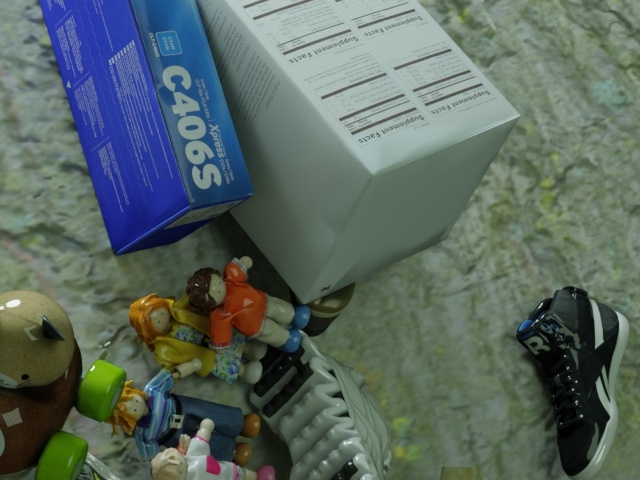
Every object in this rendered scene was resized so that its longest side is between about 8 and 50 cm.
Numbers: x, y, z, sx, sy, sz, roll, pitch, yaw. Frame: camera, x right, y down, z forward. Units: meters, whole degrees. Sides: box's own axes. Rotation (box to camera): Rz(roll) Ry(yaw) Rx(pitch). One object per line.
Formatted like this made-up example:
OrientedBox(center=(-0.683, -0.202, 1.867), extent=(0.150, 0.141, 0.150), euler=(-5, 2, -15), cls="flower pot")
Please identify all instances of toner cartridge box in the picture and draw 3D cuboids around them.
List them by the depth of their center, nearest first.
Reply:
OrientedBox(center=(-0.179, -0.176, 1.567), extent=(0.075, 0.165, 0.347), euler=(-12, 81, -36), cls="toner cartridge box")

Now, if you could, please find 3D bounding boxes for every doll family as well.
OrientedBox(center=(-0.124, 0.140, 1.538), extent=(0.163, 0.118, 0.262), euler=(26, 68, -41), cls="doll family")

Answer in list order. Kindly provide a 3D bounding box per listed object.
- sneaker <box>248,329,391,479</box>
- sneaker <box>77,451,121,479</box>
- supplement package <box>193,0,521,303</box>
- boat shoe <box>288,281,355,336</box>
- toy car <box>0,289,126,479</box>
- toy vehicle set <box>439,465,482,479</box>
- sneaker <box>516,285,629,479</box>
OrientedBox(center=(0.025, 0.213, 1.559), extent=(0.118, 0.110, 0.292), euler=(27, 33, -39), cls="sneaker")
OrientedBox(center=(-0.198, 0.227, 1.504), extent=(0.083, 0.031, 0.035), euler=(43, 70, -9), cls="sneaker")
OrientedBox(center=(0.009, -0.121, 1.597), extent=(0.198, 0.199, 0.262), euler=(-23, 64, -36), cls="supplement package")
OrientedBox(center=(0.001, 0.001, 1.681), extent=(0.080, 0.073, 0.223), euler=(17, 45, -11), cls="boat shoe")
OrientedBox(center=(-0.256, 0.101, 1.379), extent=(0.155, 0.188, 0.149), euler=(22, 59, 6), cls="toy car")
OrientedBox(center=(0.134, 0.371, 1.583), extent=(0.166, 0.035, 0.266), euler=(63, 32, -49), cls="toy vehicle set")
OrientedBox(center=(0.259, 0.149, 1.799), extent=(0.121, 0.079, 0.216), euler=(29, 52, -18), cls="sneaker")
